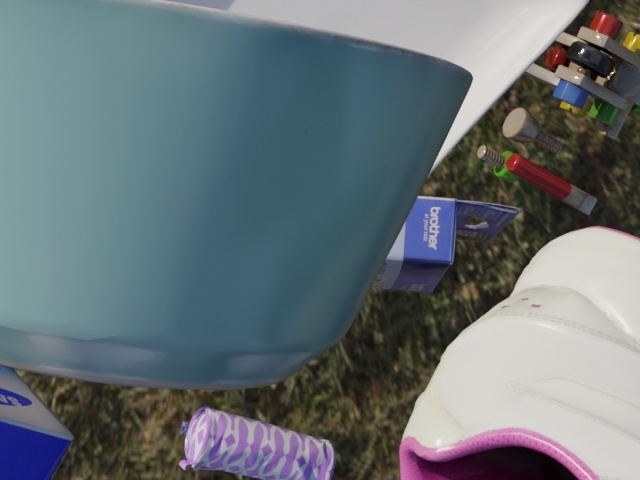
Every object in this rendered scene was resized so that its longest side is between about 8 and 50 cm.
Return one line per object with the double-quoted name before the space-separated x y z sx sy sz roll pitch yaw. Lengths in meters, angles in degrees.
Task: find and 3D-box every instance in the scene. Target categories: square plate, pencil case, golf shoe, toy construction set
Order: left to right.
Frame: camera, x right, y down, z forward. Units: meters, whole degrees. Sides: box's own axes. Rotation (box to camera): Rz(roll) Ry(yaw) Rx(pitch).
"pencil case" -0.082 0.285 1.729 0.206 0.086 0.088 17 84 -18
"square plate" -0.007 -0.196 1.134 0.344 0.049 0.347 37 112 -11
"toy construction set" 0.351 -0.176 1.662 0.237 0.257 0.309 27 70 -26
"golf shoe" 0.158 0.126 0.444 0.140 0.306 0.115 -34 147 -29

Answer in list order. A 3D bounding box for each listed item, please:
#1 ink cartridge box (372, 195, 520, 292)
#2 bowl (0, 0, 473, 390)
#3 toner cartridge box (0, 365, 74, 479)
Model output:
"ink cartridge box" 0.000 0.000 1.093 0.311 0.186 0.065 2 81 0
"bowl" -0.091 -0.024 0.642 0.311 0.311 0.163 7 94 -9
"toner cartridge box" -0.331 0.071 0.773 0.348 0.165 0.075 27 95 -45
